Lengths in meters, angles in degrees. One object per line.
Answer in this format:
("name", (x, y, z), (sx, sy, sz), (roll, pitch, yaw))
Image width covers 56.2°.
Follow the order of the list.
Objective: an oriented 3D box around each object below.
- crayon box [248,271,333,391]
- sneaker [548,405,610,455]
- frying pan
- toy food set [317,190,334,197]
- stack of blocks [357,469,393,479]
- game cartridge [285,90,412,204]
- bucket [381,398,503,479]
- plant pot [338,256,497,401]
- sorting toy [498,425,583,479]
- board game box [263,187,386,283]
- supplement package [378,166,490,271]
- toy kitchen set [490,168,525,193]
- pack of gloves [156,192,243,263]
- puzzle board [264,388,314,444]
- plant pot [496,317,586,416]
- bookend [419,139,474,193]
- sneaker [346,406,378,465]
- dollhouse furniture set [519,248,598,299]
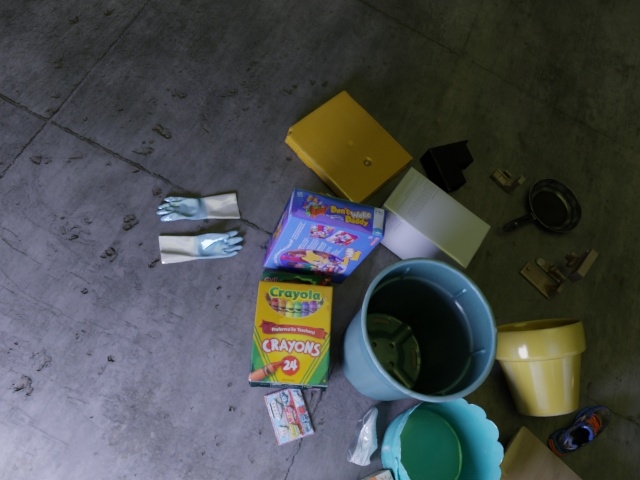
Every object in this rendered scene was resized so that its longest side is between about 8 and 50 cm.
("crayon box", (-0.074, 0.225, 1.579), (0.202, 0.081, 0.318), (4, 66, -3))
("sneaker", (0.755, 0.542, 1.705), (0.221, 0.087, 0.083), (-28, 79, -25))
("frying pan", (0.742, -0.072, 1.982), (0.197, 0.053, 0.326), (41, 65, 3))
("toy food set", (0.034, -0.062, 1.695), (0.111, 0.232, 0.104), (33, 96, 11))
("stack of blocks", (0.061, 0.693, 1.434), (0.297, 0.087, 0.171), (-16, 74, -22))
("game cartridge", (0.087, -0.288, 1.883), (0.285, 0.052, 0.323), (-39, 81, -26))
("bucket", (0.296, 0.538, 1.517), (0.281, 0.183, 0.281), (6, 67, -13))
("plant pot", (0.213, 0.258, 1.526), (0.341, 0.334, 0.341), (6, 67, -14))
("sorting toy", (0.547, 0.679, 1.584), (0.255, 0.089, 0.257), (43, 63, 4))
("board game box", (0.000, 0.000, 1.564), (0.233, 0.347, 0.078), (13, 64, -11))
("supplement package", (0.310, -0.035, 1.767), (0.293, 0.175, 0.177), (38, 61, 2))
("toy kitchen set", (0.632, -0.218, 1.996), (0.083, 0.075, 0.068), (45, 62, 1))
("pack of gloves", (-0.330, -0.044, 1.654), (0.232, 0.046, 0.195), (-6, 71, -19))
("puzzle board", (-0.080, 0.447, 1.539), (0.096, 0.011, 0.128), (-13, 72, -21))
("plant pot", (0.612, 0.352, 1.669), (0.254, 0.254, 0.239), (-6, 85, -19))
("bookend", (0.430, -0.230, 1.943), (0.157, 0.072, 0.156), (-16, 74, -23))
("sneaker", (0.121, 0.508, 1.556), (0.061, 0.054, 0.152), (30, 68, -13))
("dollhouse furniture set", (0.740, 0.071, 1.864), (0.123, 0.151, 0.144), (43, 61, 4))
